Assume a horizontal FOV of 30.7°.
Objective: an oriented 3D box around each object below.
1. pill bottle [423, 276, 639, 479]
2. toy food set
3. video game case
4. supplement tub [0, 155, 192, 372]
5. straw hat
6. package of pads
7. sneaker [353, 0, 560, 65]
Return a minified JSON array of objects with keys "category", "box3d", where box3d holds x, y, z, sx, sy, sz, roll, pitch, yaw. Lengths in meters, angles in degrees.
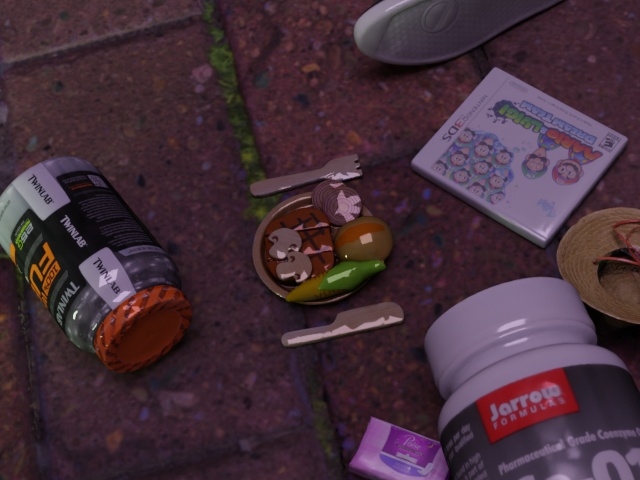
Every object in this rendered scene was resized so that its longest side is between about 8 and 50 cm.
[{"category":"pill bottle","box3d":[0.184,0.180,0.892,0.161,0.161,0.283,-16,59,-2]},{"category":"toy food set","box3d":[0.000,0.000,1.093,0.132,0.038,0.192,-14,59,-1]},{"category":"video game case","box3d":[0.192,-0.084,1.129,0.157,0.019,0.143,33,69,23]},{"category":"supplement tub","box3d":[-0.205,0.022,1.061,0.117,0.117,0.190,-35,61,-13]},{"category":"straw hat","box3d":[0.271,0.041,1.022,0.144,0.061,0.144,2,44,-2]},{"category":"package of pads","box3d":[0.070,0.185,0.979,0.083,0.032,0.050,19,65,17]},{"category":"sneaker","box3d":[0.141,-0.287,1.213,0.296,0.104,0.147,-26,58,-15]}]
